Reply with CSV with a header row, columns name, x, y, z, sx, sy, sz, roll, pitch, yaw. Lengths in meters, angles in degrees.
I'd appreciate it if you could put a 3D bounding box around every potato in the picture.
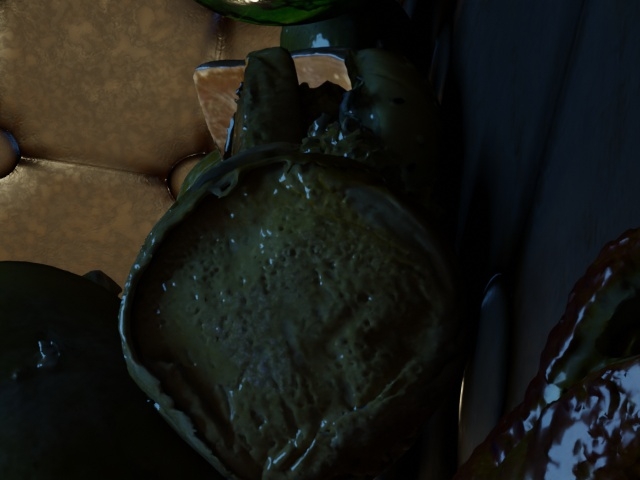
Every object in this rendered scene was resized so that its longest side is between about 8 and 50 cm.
name,x,y,z,sx,sy,sz,roll,pitch,yaw
potato,-0.191,0.202,1.162,0.319,0.442,0.385,-44,6,34
potato,0.028,-0.208,1.578,0.174,0.159,0.251,65,169,-13

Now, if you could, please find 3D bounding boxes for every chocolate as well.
name,x,y,z,sx,sy,sz,roll,pitch,yaw
chocolate,-0.003,-0.128,1.458,0.080,0.254,0.157,-37,-63,-40

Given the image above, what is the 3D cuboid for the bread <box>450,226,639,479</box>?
name,x,y,z,sx,sy,sz,roll,pitch,yaw
bread,0.083,0.113,0.521,0.139,0.095,0.269,-103,24,-59

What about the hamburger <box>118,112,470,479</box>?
name,x,y,z,sx,sy,sz,roll,pitch,yaw
hamburger,-0.017,0.045,1.023,0.146,0.243,0.286,111,163,-86

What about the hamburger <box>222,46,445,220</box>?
name,x,y,z,sx,sy,sz,roll,pitch,yaw
hamburger,0.000,0.000,1.240,0.277,0.195,0.318,-98,14,-67

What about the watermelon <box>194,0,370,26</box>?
name,x,y,z,sx,sy,sz,roll,pitch,yaw
watermelon,-0.028,-0.379,1.402,0.363,0.363,0.363,-171,90,-86

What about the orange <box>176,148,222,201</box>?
name,x,y,z,sx,sy,sz,roll,pitch,yaw
orange,-0.060,0.020,1.680,0.329,0.249,0.329,-170,90,-78
